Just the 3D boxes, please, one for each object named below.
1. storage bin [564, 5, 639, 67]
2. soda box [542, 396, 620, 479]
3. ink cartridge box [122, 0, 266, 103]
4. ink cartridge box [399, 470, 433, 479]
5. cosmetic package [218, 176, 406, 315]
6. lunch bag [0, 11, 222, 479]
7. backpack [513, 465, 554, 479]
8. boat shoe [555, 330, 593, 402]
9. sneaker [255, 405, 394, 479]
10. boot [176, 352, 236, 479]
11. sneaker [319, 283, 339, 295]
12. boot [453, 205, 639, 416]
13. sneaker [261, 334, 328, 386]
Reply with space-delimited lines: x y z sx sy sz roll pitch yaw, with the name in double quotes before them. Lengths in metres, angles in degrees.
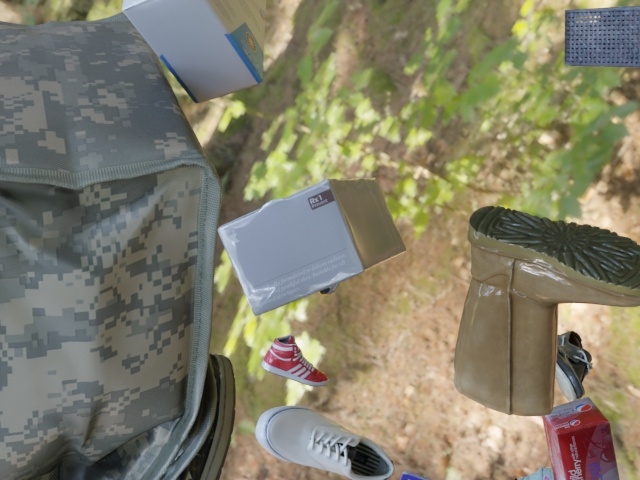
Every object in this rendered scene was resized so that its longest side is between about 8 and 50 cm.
"storage bin" 0.454 -0.297 1.435 0.180 0.122 0.085 15 112 55
"soda box" 0.409 0.381 1.513 0.092 0.083 0.263 -105 0 -75
"ink cartridge box" -0.075 -0.163 0.626 0.052 0.088 0.123 -14 52 20
"ink cartridge box" 0.124 0.392 1.052 0.069 0.175 0.371 -64 -10 -46
"cosmetic package" 0.000 0.000 1.038 0.127 0.107 0.238 -23 0 17
"lunch bag" -0.163 0.030 0.634 0.235 0.168 0.287 -121 33 -54
"backpack" 0.420 0.475 1.755 0.115 0.182 0.152 -34 29 17
"boat shoe" 0.450 0.219 1.785 0.079 0.084 0.233 -22 9 11
"sneaker" 0.016 0.331 1.613 0.091 0.258 0.094 -4 67 54
"boot" -0.172 0.169 0.751 0.085 0.178 0.237 -33 37 58
"sneaker" -0.037 0.024 1.773 0.215 0.084 0.083 33 113 41
"boot" 0.270 0.103 1.161 0.089 0.236 0.270 -40 -41 -38
"sneaker" -0.032 0.197 1.636 0.042 0.118 0.067 -123 53 -68
